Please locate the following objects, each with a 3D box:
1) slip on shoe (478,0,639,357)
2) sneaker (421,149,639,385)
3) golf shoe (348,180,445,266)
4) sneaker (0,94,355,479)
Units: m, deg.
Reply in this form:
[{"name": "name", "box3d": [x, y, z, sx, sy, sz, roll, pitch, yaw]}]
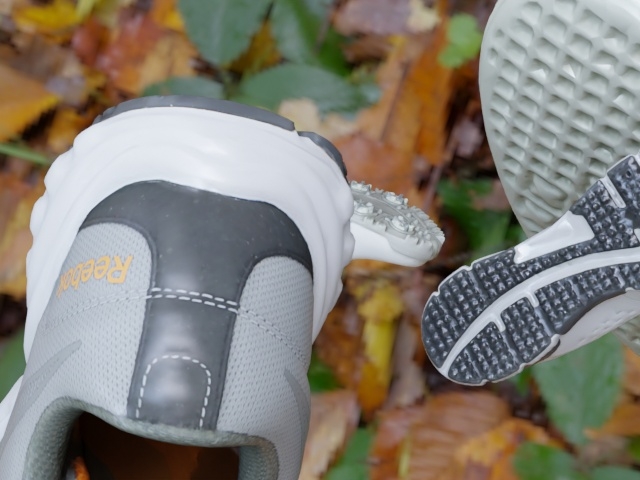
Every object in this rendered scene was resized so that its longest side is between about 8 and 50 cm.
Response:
[{"name": "slip on shoe", "box3d": [0.164, 0.000, 0.615, 0.123, 0.331, 0.101, 5, 64, 47]}, {"name": "sneaker", "box3d": [0.079, 0.004, 0.502, 0.109, 0.044, 0.040, -26, 80, 17]}, {"name": "golf shoe", "box3d": [0.000, 0.000, 1.218, 0.176, 0.069, 0.086, 19, 106, 31]}, {"name": "sneaker", "box3d": [-0.058, 0.083, 0.535, 0.271, 0.100, 0.108, 104, 175, -48]}]
